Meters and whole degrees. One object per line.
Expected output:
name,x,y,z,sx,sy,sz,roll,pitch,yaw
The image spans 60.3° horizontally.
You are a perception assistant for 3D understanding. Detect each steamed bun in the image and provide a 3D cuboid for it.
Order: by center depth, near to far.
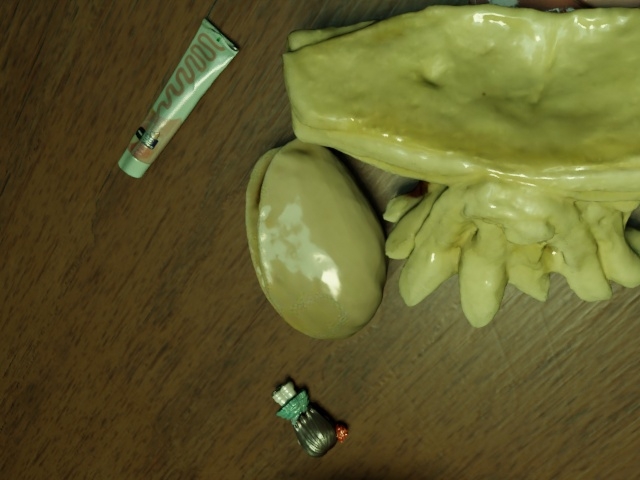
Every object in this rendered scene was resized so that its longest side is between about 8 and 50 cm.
steamed bun,0.178,-0.063,0.499,0.427,0.189,0.247,1,62,11

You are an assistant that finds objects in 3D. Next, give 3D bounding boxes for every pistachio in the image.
pistachio,0.000,0.000,0.595,0.126,0.152,0.223,-8,97,64

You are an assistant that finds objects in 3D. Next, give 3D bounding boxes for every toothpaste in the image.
toothpaste,-0.176,-0.163,0.661,0.056,0.036,0.205,43,109,5

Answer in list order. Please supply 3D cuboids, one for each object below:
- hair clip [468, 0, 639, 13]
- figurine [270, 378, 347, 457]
hair clip,0.225,-0.248,0.509,0.138,0.102,0.123,13,114,-20
figurine,-0.017,0.227,0.710,0.060,0.047,0.106,-38,82,-13
